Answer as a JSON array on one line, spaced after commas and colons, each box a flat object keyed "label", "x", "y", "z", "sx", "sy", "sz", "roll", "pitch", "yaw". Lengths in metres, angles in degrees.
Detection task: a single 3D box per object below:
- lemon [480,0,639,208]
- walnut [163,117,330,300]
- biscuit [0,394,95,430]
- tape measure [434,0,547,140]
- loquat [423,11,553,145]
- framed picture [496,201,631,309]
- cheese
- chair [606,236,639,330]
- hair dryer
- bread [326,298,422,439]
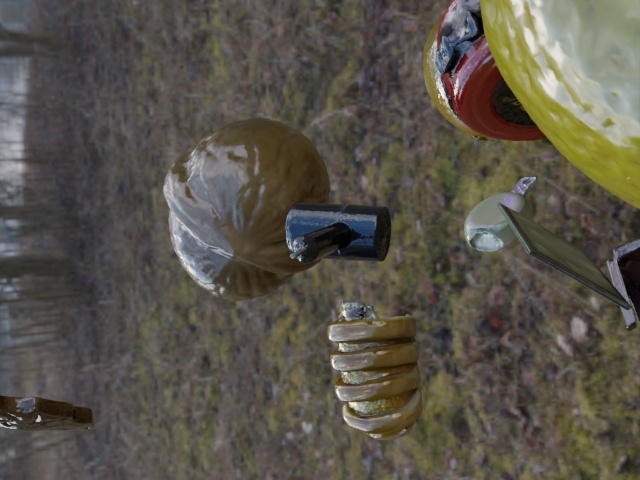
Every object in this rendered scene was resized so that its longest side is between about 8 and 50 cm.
[{"label": "lemon", "x": 0.194, "y": -0.119, "z": 0.366, "sx": 0.267, "sy": 0.267, "sz": 0.267, "roll": 176, "pitch": 90, "yaw": -68}, {"label": "walnut", "x": -0.121, "y": -0.051, "z": 1.527, "sx": 0.333, "sy": 0.332, "sz": 0.333, "roll": 176, "pitch": 90, "yaw": -68}, {"label": "biscuit", "x": -0.448, "y": 0.265, "z": 1.366, "sx": 0.215, "sy": 0.182, "sz": 0.034, "roll": 53, "pitch": -144, "yaw": -65}, {"label": "tape measure", "x": 0.247, "y": -0.218, "z": 0.979, "sx": 0.260, "sy": 0.253, "sz": 0.114, "roll": -31, "pitch": 55, "yaw": 34}, {"label": "loquat", "x": 0.364, "y": -0.330, "z": 1.730, "sx": 0.359, "sy": 0.328, "sz": 0.328, "roll": 55, "pitch": 168, "yaw": -23}, {"label": "framed picture", "x": 0.356, "y": 0.018, "z": 1.341, "sx": 0.010, "sy": 0.173, "sz": 0.231, "roll": -59, "pitch": 9, "yaw": 16}, {"label": "cheese", "x": 0.388, "y": -0.065, "z": 1.871, "sx": 0.137, "sy": 0.227, "sz": 0.064, "roll": 2, "pitch": 130, "yaw": 43}, {"label": "chair", "x": 0.599, "y": 0.015, "z": 1.596, "sx": 0.183, "sy": 0.175, "sz": 0.327, "roll": -28, "pitch": 46, "yaw": 23}, {"label": "hair dryer", "x": 0.000, "y": 0.000, "z": 1.069, "sx": 0.219, "sy": 0.124, "sz": 0.072, "roll": -27, "pitch": -63, "yaw": -70}, {"label": "bread", "x": 0.066, "y": 0.157, "z": 1.101, "sx": 0.119, "sy": 0.084, "sz": 0.177, "roll": -8, "pitch": 89, "yaw": 43}]
